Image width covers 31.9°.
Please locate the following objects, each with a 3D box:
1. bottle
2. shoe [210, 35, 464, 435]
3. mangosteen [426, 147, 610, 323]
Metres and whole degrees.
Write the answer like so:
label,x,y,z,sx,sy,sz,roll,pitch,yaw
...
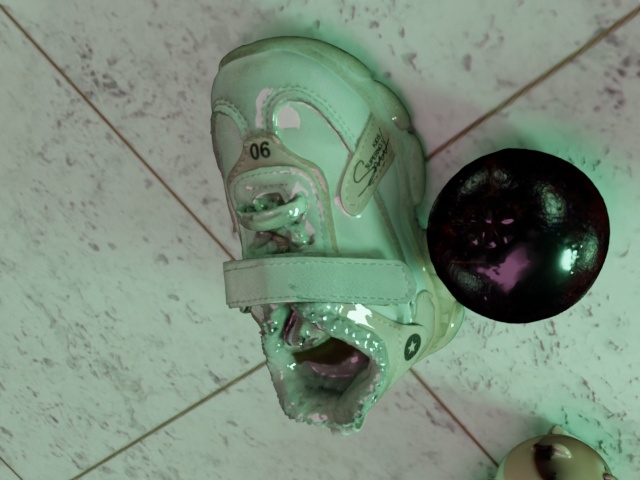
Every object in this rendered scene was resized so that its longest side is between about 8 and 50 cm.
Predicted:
label,x,y,z,sx,sy,sz,roll,pitch,yaw
bottle,0.207,0.282,1.104,0.147,0.147,0.236,31,131,9
shoe,0.002,-0.001,0.982,0.172,0.198,0.351,-16,114,37
mangosteen,0.166,-0.002,0.932,0.152,0.152,0.152,16,129,21
